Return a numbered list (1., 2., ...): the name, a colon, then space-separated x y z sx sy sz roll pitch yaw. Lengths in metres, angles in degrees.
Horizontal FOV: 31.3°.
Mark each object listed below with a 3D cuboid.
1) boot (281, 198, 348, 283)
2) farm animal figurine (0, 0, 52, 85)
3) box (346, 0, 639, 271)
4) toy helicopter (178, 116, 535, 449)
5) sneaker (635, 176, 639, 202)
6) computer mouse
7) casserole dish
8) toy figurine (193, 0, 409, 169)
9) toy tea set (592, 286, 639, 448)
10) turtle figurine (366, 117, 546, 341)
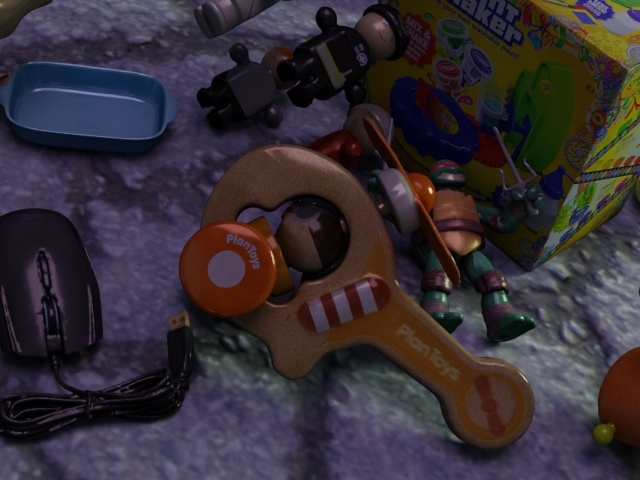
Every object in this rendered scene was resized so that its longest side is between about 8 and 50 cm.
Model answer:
1. boot: 0.000 0.000 1.147 0.121 0.045 0.099 -25 59 -40
2. farm animal figurine: -0.432 -0.191 1.129 0.330 0.172 0.327 2 64 6
3. box: 0.212 -0.180 1.213 0.177 0.279 0.290 -29 59 -35
4. toy helicopter: 0.056 0.046 1.028 0.355 0.140 0.235 40 83 -1
5. sneaker: 0.437 -0.135 1.337 0.091 0.126 0.240 20 46 4
6. computer mouse: -0.209 0.052 1.028 0.184 0.060 0.262 -2 48 -16
7. casserole dish: -0.248 -0.138 1.219 0.188 0.037 0.114 6 46 -11
8. toy figurine: -0.020 -0.180 1.197 0.148 0.213 0.209 -34 58 -27
9. toy tea set: 0.395 0.104 1.081 0.336 0.200 0.124 5 12 -30
10. turtle figurine: 0.138 -0.015 1.149 0.175 0.118 0.234 -6 63 0
